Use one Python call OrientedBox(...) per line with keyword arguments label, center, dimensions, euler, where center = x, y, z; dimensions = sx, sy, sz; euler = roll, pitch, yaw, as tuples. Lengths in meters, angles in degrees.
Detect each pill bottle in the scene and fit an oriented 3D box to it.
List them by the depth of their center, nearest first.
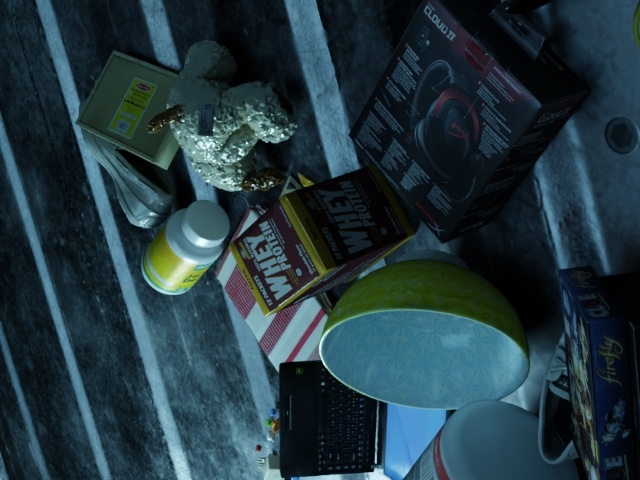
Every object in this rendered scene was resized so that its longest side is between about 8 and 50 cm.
OrientedBox(label="pill bottle", center=(0.203, 0.417, 1.446), dimensions=(0.210, 0.210, 0.362), euler=(48, 134, 24))
OrientedBox(label="pill bottle", center=(-0.253, 0.010, 1.871), dimensions=(0.117, 0.118, 0.208), euler=(59, 139, 12))

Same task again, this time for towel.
OrientedBox(label="towel", center=(-0.065, 0.122, 1.773), dimensions=(0.329, 0.037, 0.237), euler=(54, 140, 20))

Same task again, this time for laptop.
OrientedBox(label="laptop", center=(0.069, 0.325, 1.624), dimensions=(0.136, 0.265, 0.234), euler=(-108, 17, -66))

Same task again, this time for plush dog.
OrientedBox(label="plush dog", center=(-0.174, -0.175, 1.673), dimensions=(0.262, 0.211, 0.225), euler=(39, 158, 33))

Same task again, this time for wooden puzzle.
OrientedBox(label="wooden puzzle", center=(-0.043, -0.068, 1.680), dimensions=(0.078, 0.014, 0.116), euler=(44, 135, 28))

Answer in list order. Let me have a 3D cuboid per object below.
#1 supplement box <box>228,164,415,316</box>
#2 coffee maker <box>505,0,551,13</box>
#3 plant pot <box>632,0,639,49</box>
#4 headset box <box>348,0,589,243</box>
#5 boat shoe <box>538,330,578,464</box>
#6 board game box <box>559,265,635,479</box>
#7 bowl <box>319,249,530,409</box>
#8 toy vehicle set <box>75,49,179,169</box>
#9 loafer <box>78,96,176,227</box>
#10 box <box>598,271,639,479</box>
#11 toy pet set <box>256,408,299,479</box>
OrientedBox(label="supplement box", center=(0.000, 0.000, 1.518), dimensions=(0.191, 0.194, 0.129), euler=(-39, 76, 49))
OrientedBox(label="coffee maker", center=(0.245, -0.386, 1.156), dimensions=(0.171, 0.120, 0.178), euler=(-36, 78, 26))
OrientedBox(label="plant pot", center=(0.389, -0.233, 1.054), dimensions=(0.134, 0.095, 0.134), euler=(23, 123, 42))
OrientedBox(label="headset box", center=(0.191, -0.176, 1.292), dimensions=(0.218, 0.110, 0.293), euler=(51, 137, 21))
OrientedBox(label="boat shoe", center=(0.337, 0.179, 1.295), dimensions=(0.096, 0.088, 0.267), euler=(33, 129, 36))
OrientedBox(label="board game box", center=(0.324, 0.171, 1.158), dimensions=(0.042, 0.165, 0.243), euler=(-8, 108, 5))
OrientedBox(label="bowl", center=(0.151, 0.107, 1.397), dimensions=(0.289, 0.290, 0.156), euler=(-41, 32, 49))
OrientedBox(label="toy vehicle set", center=(-0.341, -0.250, 1.852), dimensions=(0.267, 0.035, 0.166), euler=(27, 88, 39))
OrientedBox(label="loafer", center=(-0.378, -0.172, 1.956), dimensions=(0.111, 0.112, 0.319), euler=(-43, 69, 28))
OrientedBox(label="box", center=(0.397, 0.184, 1.148), dimensions=(0.184, 0.103, 0.261), euler=(-90, -9, -76))
OrientedBox(label="toy pet set", center=(-0.075, 0.408, 1.904), dimensions=(0.114, 0.065, 0.122), euler=(-101, 26, -50))
